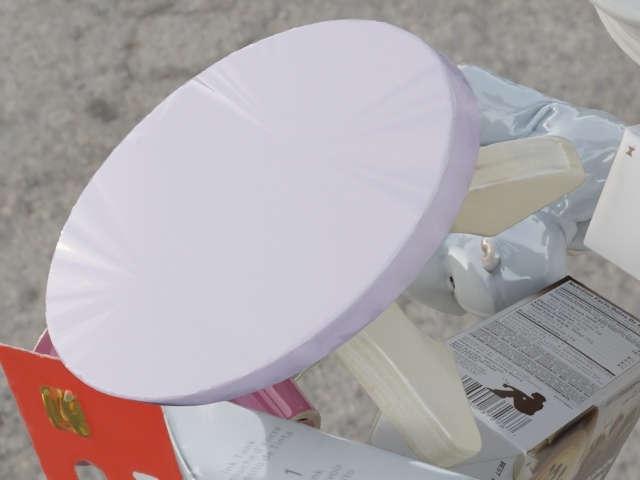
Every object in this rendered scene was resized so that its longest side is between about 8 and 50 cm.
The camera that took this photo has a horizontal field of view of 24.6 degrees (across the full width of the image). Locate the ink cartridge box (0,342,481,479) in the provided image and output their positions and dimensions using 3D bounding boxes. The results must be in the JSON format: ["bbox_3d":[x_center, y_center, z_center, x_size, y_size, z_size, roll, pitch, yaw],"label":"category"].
[{"bbox_3d":[-0.043,0.238,0.882,0.385,0.308,0.091,12,40,33],"label":"ink cartridge box"}]

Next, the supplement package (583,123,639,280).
[{"bbox_3d":[0.307,-0.030,1.127,0.179,0.105,0.105,-13,40,-42],"label":"supplement package"}]

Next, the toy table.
[{"bbox_3d":[0.000,0.000,0.816,0.274,0.161,0.252,-20,66,33],"label":"toy table"}]

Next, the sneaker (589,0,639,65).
[{"bbox_3d":[0.099,-0.195,0.532,0.108,0.169,0.292,-14,79,16],"label":"sneaker"}]

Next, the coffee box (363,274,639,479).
[{"bbox_3d":[0.149,0.154,1.161,0.119,0.168,0.297,34,27,23],"label":"coffee box"}]

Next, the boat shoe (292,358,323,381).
[{"bbox_3d":[-0.070,0.144,1.645,0.228,0.081,0.069,-38,17,-3],"label":"boat shoe"}]

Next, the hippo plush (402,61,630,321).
[{"bbox_3d":[0.192,-0.003,1.381,0.294,0.234,0.236,15,60,30],"label":"hippo plush"}]

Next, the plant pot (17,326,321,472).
[{"bbox_3d":[-0.107,0.129,1.163,0.180,0.201,0.201,40,65,21],"label":"plant pot"}]
